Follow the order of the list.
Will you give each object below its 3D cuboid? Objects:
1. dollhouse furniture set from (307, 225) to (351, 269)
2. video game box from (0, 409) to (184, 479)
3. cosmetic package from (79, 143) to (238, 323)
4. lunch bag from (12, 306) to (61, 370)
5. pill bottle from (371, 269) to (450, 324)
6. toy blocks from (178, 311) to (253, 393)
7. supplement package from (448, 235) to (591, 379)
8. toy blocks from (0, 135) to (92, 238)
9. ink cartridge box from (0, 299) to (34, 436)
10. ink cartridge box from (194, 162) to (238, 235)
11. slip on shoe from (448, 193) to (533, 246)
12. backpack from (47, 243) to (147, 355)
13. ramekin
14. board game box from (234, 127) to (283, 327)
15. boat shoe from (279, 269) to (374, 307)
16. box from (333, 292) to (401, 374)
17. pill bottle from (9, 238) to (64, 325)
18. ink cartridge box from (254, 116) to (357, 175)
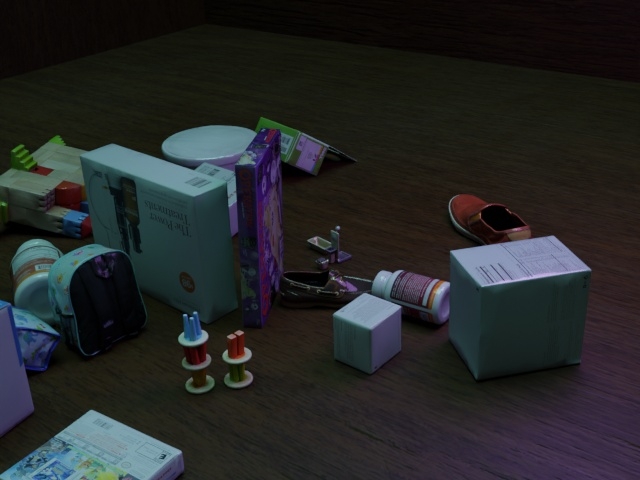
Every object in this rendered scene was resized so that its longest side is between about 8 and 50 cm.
[{"bbox_3d":[0.000,0.000,1.901,0.091,0.081,0.114,-22,32,-35],"label":"dollhouse furniture set"},{"bbox_3d":[-0.343,0.352,1.264,0.205,0.048,0.187,15,29,32],"label":"video game box"},{"bbox_3d":[-0.340,-0.022,1.752,0.377,0.284,0.097,19,35,38],"label":"cosmetic package"},{"bbox_3d":[-0.581,0.173,1.541,0.128,0.096,0.151,22,-4,40],"label":"lunch bag"},{"bbox_3d":[0.183,0.108,1.663,0.152,0.086,0.086,15,31,30],"label":"pill bottle"},{"bbox_3d":[-0.183,0.189,1.463,0.123,0.148,0.054,-7,27,-8],"label":"toy blocks"},{"bbox_3d":[0.350,0.118,1.504,0.203,0.194,0.149,-7,26,-11],"label":"supplement package"},{"bbox_3d":[-0.654,-0.133,2.168,0.260,0.191,0.381,14,29,6],"label":"toy blocks"},{"bbox_3d":[-0.655,0.192,1.417,0.307,0.223,0.129,12,30,27],"label":"ink cartridge box"},{"bbox_3d":[-0.259,-0.102,2.093,0.208,0.087,0.153,20,49,38],"label":"ink cartridge box"},{"bbox_3d":[0.395,-0.046,1.938,0.123,0.101,0.331,-11,26,-12],"label":"slip on shoe"},{"bbox_3d":[-0.438,0.102,1.619,0.144,0.188,0.166,22,36,40],"label":"backpack"},{"bbox_3d":[-0.297,-0.216,2.316,0.272,0.127,0.273,-2,26,1],"label":"ramekin"},{"bbox_3d":[-0.117,-0.026,1.669,0.056,0.347,0.208,7,28,13],"label":"board game box"},{"bbox_3d":[0.018,0.096,1.720,0.207,0.073,0.073,-2,25,-2],"label":"boat shoe"},{"bbox_3d":[0.086,0.168,1.531,0.087,0.101,0.102,19,34,36],"label":"box"},{"bbox_3d":[-0.584,0.080,1.753,0.121,0.121,0.216,-12,27,-18],"label":"pill bottle"},{"bbox_3d":[-0.047,-0.253,2.422,0.255,0.097,0.188,20,5,-44],"label":"ink cartridge box"}]
